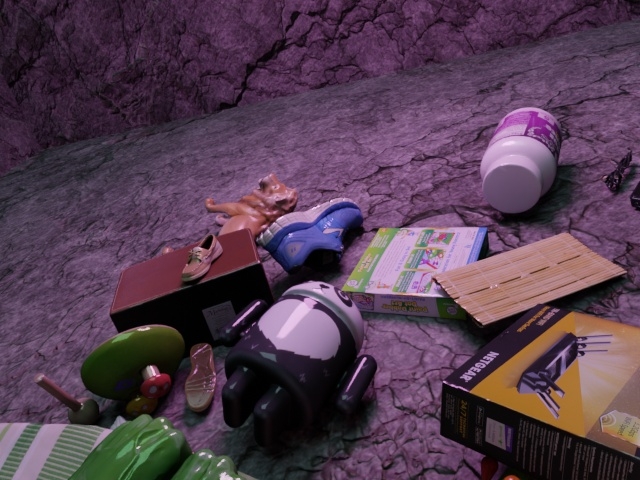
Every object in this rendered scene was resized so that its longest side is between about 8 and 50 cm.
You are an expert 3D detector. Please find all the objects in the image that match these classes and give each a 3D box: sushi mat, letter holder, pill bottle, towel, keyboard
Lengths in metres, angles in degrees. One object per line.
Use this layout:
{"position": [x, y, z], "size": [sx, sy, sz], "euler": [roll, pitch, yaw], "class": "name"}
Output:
{"position": [0.373, 0.064, 0.954], "size": [0.316, 0.019, 0.151], "euler": [-16, 38, -16], "class": "sushi mat"}
{"position": [-0.262, 0.112, 1.126], "size": [0.302, 0.152, 0.214], "euler": [-19, 27, -6], "class": "letter holder"}
{"position": [0.480, -0.191, 1.263], "size": [0.169, 0.169, 0.301], "euler": [1, 33, 29], "class": "pill bottle"}
{"position": [-0.462, 0.395, 0.793], "size": [0.325, 0.038, 0.248], "euler": [-7, 43, 19], "class": "towel"}
{"position": [0.769, -0.154, 1.197], "size": [0.201, 0.033, 0.317], "euler": [19, 43, 38], "class": "keyboard"}

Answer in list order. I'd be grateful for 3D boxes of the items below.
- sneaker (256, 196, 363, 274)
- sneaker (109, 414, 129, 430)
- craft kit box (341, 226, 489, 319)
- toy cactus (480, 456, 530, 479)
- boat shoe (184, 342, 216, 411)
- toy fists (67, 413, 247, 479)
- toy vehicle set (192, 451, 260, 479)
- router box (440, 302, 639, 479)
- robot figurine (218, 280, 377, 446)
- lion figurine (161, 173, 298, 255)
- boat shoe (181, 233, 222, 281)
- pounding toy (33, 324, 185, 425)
{"position": [0.000, 0.000, 1.235], "size": [0.330, 0.147, 0.130], "euler": [-25, -11, -48], "class": "sneaker"}
{"position": [-0.302, 0.341, 0.850], "size": [0.152, 0.053, 0.061], "euler": [12, 55, 44], "class": "sneaker"}
{"position": [0.201, 0.057, 1.088], "size": [0.247, 0.061, 0.250], "euler": [4, 34, 27], "class": "craft kit box"}
{"position": [0.154, 0.329, 0.596], "size": [0.180, 0.112, 0.219], "euler": [-2, 39, 43], "class": "toy cactus"}
{"position": [-0.217, 0.256, 0.965], "size": [0.056, 0.048, 0.153], "euler": [-8, 34, -10], "class": "boat shoe"}
{"position": [-0.202, 0.328, 0.692], "size": [0.279, 0.096, 0.142], "euler": [12, 46, 38], "class": "toy fists"}
{"position": [-0.151, 0.385, 0.699], "size": [0.267, 0.035, 0.166], "euler": [5, 35, 34], "class": "toy vehicle set"}
{"position": [0.335, 0.189, 0.666], "size": [0.243, 0.081, 0.309], "euler": [13, 22, 40], "class": "router box"}
{"position": [-0.042, 0.186, 0.851], "size": [0.173, 0.209, 0.278], "euler": [-30, 12, 47], "class": "robot figurine"}
{"position": [-0.223, -0.015, 1.377], "size": [0.240, 0.142, 0.392], "euler": [6, 49, 22], "class": "lion figurine"}
{"position": [-0.241, 0.033, 1.046], "size": [0.050, 0.045, 0.135], "euler": [-8, 26, 18], "class": "boat shoe"}
{"position": [-0.336, 0.258, 0.920], "size": [0.237, 0.183, 0.110], "euler": [-25, 56, -16], "class": "pounding toy"}
